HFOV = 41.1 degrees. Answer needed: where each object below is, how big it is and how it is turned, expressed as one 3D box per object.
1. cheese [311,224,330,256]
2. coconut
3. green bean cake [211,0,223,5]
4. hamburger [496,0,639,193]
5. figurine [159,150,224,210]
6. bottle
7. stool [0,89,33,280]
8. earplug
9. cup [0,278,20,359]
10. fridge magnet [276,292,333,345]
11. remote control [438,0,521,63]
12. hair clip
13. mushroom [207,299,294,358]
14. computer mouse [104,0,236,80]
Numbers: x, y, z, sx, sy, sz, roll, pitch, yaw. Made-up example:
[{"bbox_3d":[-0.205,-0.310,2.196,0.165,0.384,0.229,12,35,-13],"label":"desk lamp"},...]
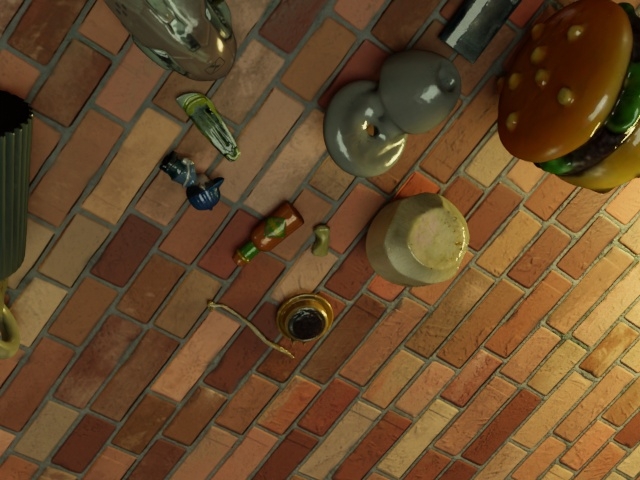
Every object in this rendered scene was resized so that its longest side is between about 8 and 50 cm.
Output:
[{"bbox_3d":[0.000,0.000,2.029,0.044,0.030,0.083,-7,124,-17],"label":"cheese"},{"bbox_3d":[0.224,0.001,1.988,0.241,0.241,0.241,-6,118,-11],"label":"coconut"},{"bbox_3d":[-0.167,-0.634,1.558,0.202,0.285,0.310,28,138,-25],"label":"green bean cake"},{"bbox_3d":[0.564,-0.317,1.803,0.278,0.395,0.395,23,110,-23],"label":"hamburger"},{"bbox_3d":[-0.280,-0.130,1.870,0.149,0.087,0.086,38,140,-26],"label":"figurine"},{"bbox_3d":[-0.126,-0.008,1.973,0.187,0.069,0.069,-41,119,9],"label":"bottle"},{"bbox_3d":[-0.708,-0.102,1.663,0.297,0.297,0.330,0,120,-14],"label":"stool"},{"bbox_3d":[0.153,-0.277,1.839,0.326,0.175,0.214,-39,117,8],"label":"earplug"},{"bbox_3d":[-0.754,0.144,1.822,0.173,0.202,0.255,-8,119,-10],"label":"cup"},{"bbox_3d":[-0.038,0.194,2.102,0.143,0.063,0.143,-4,119,-8],"label":"fridge magnet"},{"bbox_3d":[0.407,-0.561,1.830,0.107,0.044,0.377,29,107,-29],"label":"remote control"},{"bbox_3d":[-0.234,-0.248,1.842,0.060,0.033,0.188,-35,117,3],"label":"hair clip"},{"bbox_3d":[-0.167,0.220,2.111,0.286,0.026,0.028,34,121,-28],"label":"mushroom"},{"bbox_3d":[-0.308,-0.461,1.670,0.199,0.115,0.389,-42,119,6],"label":"computer mouse"}]
